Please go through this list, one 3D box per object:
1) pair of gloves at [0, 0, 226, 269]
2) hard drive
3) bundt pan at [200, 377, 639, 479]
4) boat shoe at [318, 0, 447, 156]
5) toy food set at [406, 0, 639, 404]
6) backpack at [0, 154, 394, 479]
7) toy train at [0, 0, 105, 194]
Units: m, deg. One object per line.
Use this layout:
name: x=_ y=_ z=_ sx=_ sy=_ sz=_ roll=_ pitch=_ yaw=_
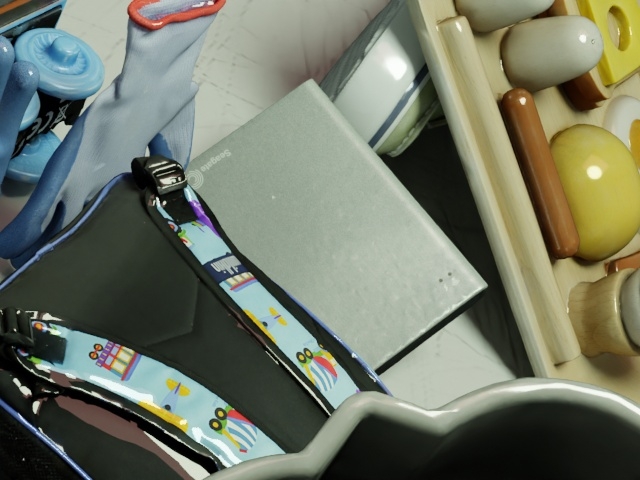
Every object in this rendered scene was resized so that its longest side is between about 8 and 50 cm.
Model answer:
pair of gloves: x=-0.121 y=-0.030 z=0.724 sx=0.198 sy=0.159 sz=0.023 roll=-21 pitch=57 yaw=-44
hard drive: x=0.000 y=0.000 z=0.862 sx=0.094 sy=0.022 sz=0.135 roll=-36 pitch=76 yaw=-15
bundt pan: x=0.050 y=0.214 z=0.564 sx=0.331 sy=0.124 sz=0.330 roll=3 pitch=75 yaw=-11
boat shoe: x=0.085 y=-0.116 z=1.015 sx=0.094 sy=0.109 sz=0.302 roll=42 pitch=36 yaw=-3
toy food set: x=0.169 y=-0.063 z=0.954 sx=0.220 sy=0.092 sz=0.306 roll=-33 pitch=108 yaw=-50
backpack: x=-0.057 y=0.077 z=0.700 sx=0.173 sy=0.117 sz=0.158 roll=41 pitch=38 yaw=-2
toy train: x=-0.173 y=-0.062 z=0.778 sx=0.105 sy=0.080 sz=0.184 roll=39 pitch=38 yaw=9
